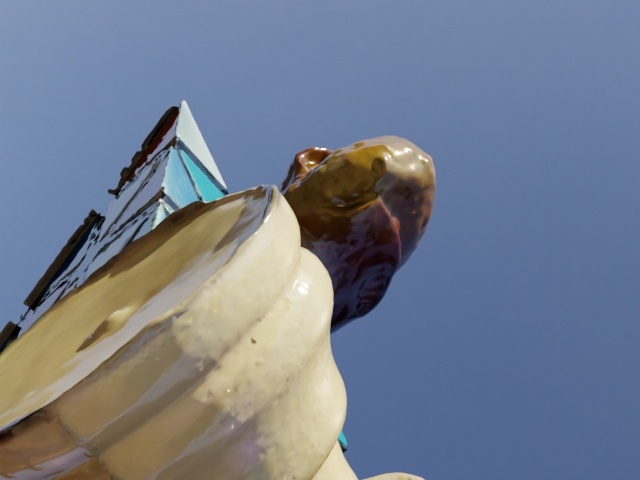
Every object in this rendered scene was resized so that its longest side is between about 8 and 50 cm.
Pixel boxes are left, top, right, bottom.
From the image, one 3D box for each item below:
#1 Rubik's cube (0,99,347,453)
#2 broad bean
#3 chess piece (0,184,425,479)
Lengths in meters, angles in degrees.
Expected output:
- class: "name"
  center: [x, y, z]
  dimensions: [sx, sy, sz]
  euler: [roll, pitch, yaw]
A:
- class: "Rubik's cube"
  center: [-0.138, 0.093, 0.815]
  dimensions: [0.234, 0.250, 0.284]
  euler: [-28, -153, 9]
- class: "broad bean"
  center: [-0.003, -0.002, 0.978]
  dimensions: [0.228, 0.156, 0.122]
  euler: [-51, -130, 33]
- class: "chess piece"
  center: [0.006, 0.141, 0.488]
  dimensions: [0.124, 0.307, 0.139]
  euler: [-11, -150, 50]
